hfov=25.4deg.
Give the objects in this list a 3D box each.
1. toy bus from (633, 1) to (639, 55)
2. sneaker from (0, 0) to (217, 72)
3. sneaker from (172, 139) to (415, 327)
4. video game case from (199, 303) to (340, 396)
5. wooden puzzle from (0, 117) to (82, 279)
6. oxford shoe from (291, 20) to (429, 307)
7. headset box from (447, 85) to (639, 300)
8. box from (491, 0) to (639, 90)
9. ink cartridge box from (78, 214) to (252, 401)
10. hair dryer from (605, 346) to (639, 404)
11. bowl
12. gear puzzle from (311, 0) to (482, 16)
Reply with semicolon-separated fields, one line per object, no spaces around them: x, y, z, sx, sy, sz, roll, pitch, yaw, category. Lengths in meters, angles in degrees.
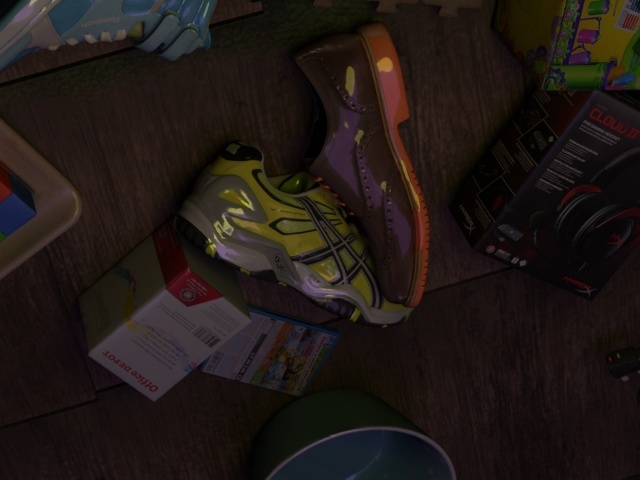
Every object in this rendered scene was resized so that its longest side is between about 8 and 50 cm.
0.477;-0.229;1.609;0.191;0.104;0.202;-43;126;13;toy bus
-0.239;-0.237;1.558;0.319;0.127;0.208;-38;126;11;sneaker
0.000;0.000;1.818;0.384;0.145;0.147;24;95;-39;sneaker
-0.070;0.153;1.978;0.166;0.015;0.119;18;116;-28;video game case
-0.501;-0.043;1.659;0.322;0.080;0.348;-36;127;9;wooden puzzle
0.048;-0.080;1.755;0.132;0.130;0.364;-15;106;-9;oxford shoe
0.342;-0.091;1.837;0.218;0.110;0.293;23;115;-30;headset box
0.384;-0.342;1.674;0.279;0.177;0.290;-2;124;-17;box
-0.202;0.088;1.818;0.176;0.127;0.128;-39;126;11;ink cartridge box
0.577;0.137;2.159;0.293;0.080;0.223;-35;143;15;hair dryer
0.025;0.334;2.044;0.311;0.163;0.311;-8;126;-11;bowl
0.044;-0.355;1.645;0.339;0.044;0.175;2;125;-16;gear puzzle
